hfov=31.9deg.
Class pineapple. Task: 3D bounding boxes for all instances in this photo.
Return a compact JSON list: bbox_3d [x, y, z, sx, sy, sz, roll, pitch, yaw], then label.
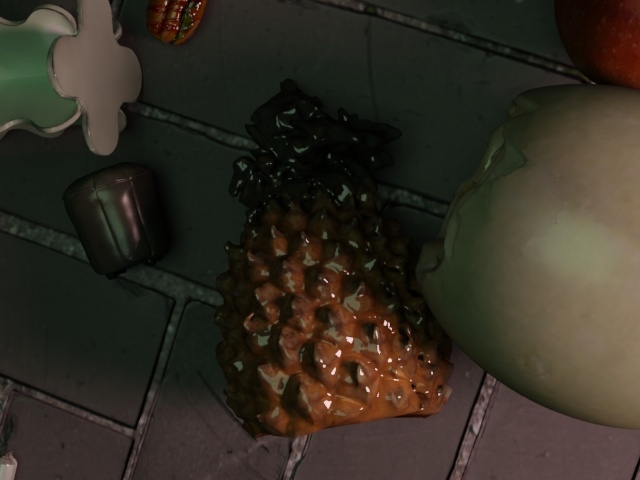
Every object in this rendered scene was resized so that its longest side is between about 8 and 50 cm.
[{"bbox_3d":[0.000,0.000,1.056,0.222,0.223,0.358,-9,80,13],"label":"pineapple"}]

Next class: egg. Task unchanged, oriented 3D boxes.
[{"bbox_3d":[0.263,0.023,0.949,0.336,0.278,0.278,27,99,-5],"label":"egg"}]

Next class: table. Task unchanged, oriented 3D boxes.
[{"bbox_3d":[-0.307,-0.165,1.133,0.198,0.166,0.167,-1,93,20],"label":"table"}]

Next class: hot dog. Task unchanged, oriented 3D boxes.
[{"bbox_3d":[-0.136,-0.270,1.141,0.062,0.038,0.144,22,98,11],"label":"hot dog"}]

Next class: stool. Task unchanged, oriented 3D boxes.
[{"bbox_3d":[-0.205,-0.021,1.146,0.096,0.096,0.110,-16,95,13],"label":"stool"}]

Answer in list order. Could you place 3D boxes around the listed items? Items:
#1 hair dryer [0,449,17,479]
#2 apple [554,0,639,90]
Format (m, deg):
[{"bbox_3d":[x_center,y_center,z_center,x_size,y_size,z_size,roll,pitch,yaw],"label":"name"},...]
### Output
[{"bbox_3d":[-0.348,0.299,1.224,0.081,0.047,0.137,11,89,11],"label":"hair dryer"},{"bbox_3d":[0.305,-0.212,0.980,0.201,0.162,0.201,-4,60,7],"label":"apple"}]
